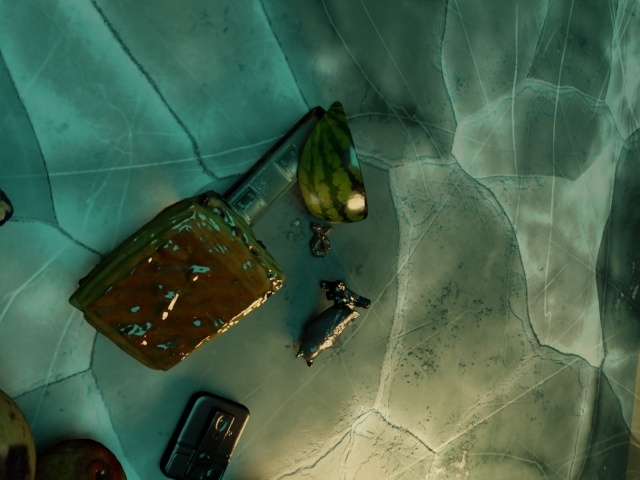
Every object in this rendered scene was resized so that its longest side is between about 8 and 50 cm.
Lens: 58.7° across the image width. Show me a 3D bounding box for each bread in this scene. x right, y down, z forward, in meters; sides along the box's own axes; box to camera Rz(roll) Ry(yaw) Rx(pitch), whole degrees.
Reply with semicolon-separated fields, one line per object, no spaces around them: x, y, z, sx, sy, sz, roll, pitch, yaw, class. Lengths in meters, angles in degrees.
-0.270;0.064;1.087;0.324;0.167;0.277;-40;123;-2;bread

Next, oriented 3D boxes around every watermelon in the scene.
0.054;-0.130;1.254;0.159;0.128;0.304;-44;139;-27;watermelon

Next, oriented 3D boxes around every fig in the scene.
-0.458;0.475;1.041;0.205;0.205;0.205;-4;97;-31;fig

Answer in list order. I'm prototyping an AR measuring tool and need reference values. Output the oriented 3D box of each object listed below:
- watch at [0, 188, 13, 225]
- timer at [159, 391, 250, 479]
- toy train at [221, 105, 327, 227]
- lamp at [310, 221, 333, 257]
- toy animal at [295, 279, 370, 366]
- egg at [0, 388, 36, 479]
-0.618;-0.047;0.901;0.200;0.171;0.196;-41;107;-9;watch
-0.246;0.433;1.232;0.144;0.055;0.188;30;79;-30;timer
-0.098;-0.147;1.247;0.409;0.089;0.086;-47;111;-18;toy train
0.000;0.000;1.355;0.063;0.031;0.083;9;95;-31;lamp
0.032;0.209;1.347;0.121;0.117;0.210;37;74;-36;toy animal
-0.620;0.358;0.796;0.428;0.344;0.345;-10;104;-72;egg
